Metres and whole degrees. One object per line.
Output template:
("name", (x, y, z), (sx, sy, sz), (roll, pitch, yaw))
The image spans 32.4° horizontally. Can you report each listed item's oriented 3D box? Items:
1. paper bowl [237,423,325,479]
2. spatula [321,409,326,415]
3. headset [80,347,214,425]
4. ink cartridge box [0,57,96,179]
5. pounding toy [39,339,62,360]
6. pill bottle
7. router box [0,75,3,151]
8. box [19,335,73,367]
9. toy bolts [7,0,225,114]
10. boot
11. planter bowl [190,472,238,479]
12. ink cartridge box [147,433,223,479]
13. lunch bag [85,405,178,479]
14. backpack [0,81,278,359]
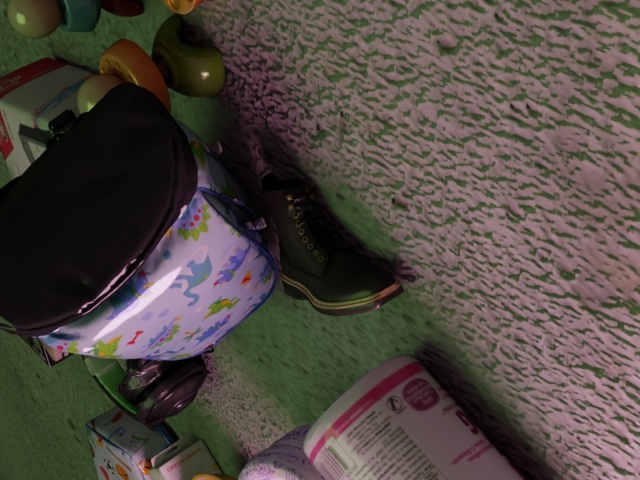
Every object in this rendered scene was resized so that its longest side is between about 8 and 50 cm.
("paper bowl", (0.040, 0.353, 1.346), (0.284, 0.148, 0.284), (32, 138, 35))
("spatula", (0.086, 0.302, 1.393), (0.242, 0.019, 0.168), (54, 152, 7))
("headset", (-0.291, 0.177, 1.685), (0.394, 0.185, 0.243), (-21, 100, 54))
("ink cartridge box", (-0.319, -0.105, 1.513), (0.306, 0.131, 0.226), (25, 138, 47))
("pounding toy", (-0.535, 0.103, 1.927), (0.269, 0.155, 0.154), (49, 146, 17))
("pill bottle", (0.128, 0.271, 1.149), (0.283, 0.160, 0.160), (48, 150, 18))
("router box", (-0.472, -0.169, 1.777), (0.179, 0.046, 0.133), (35, 145, 35))
("box", (-0.568, 0.140, 2.195), (0.180, 0.077, 0.147), (34, 144, 37))
("toy bolts", (-0.237, -0.252, 1.207), (0.228, 0.158, 0.218), (41, 147, 28))
("boot", (0.000, 0.000, 1.181), (0.198, 0.077, 0.137), (8, 119, 54))
("planter bowl", (-0.113, 0.450, 1.762), (0.217, 0.090, 0.217), (28, 130, 39))
("ink cartridge box", (-0.229, 0.419, 1.926), (0.143, 0.092, 0.090), (59, 152, 1))
("lunch bag", (-0.327, 0.469, 2.111), (0.243, 0.115, 0.303), (16, 130, 48))
("backpack", (-0.197, 0.007, 1.246), (0.273, 0.290, 0.355), (45, -178, 2))
